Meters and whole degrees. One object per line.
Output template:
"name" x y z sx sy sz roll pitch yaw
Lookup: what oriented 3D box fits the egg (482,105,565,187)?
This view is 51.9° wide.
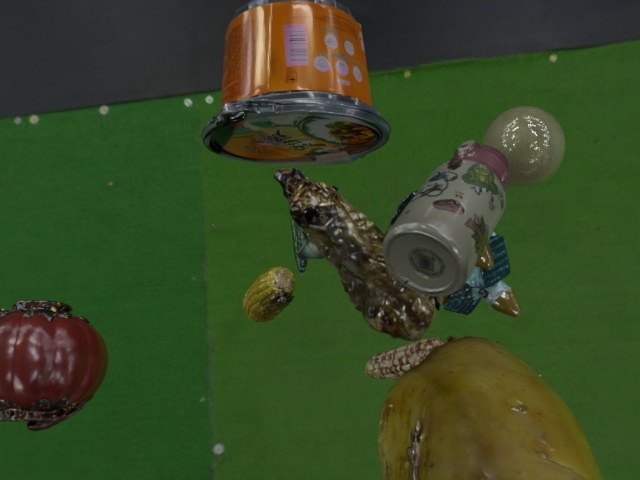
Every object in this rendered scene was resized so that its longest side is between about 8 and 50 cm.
"egg" 0.469 -0.218 1.523 0.186 0.242 0.185 -3 78 16

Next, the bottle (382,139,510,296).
"bottle" 0.187 -0.044 0.905 0.120 0.120 0.253 29 48 11

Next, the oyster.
"oyster" 0.045 0.024 1.012 0.345 0.078 0.129 49 128 -4

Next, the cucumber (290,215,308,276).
"cucumber" -0.046 0.006 1.513 0.037 0.037 0.154 -8 83 7

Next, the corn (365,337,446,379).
"corn" 0.179 0.260 1.416 0.237 0.080 0.079 -25 75 49

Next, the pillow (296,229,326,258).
"pillow" 0.001 0.002 1.394 0.091 0.135 0.055 -25 66 -23

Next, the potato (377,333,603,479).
"potato" 0.112 0.162 0.453 0.140 0.300 0.172 -9 103 5

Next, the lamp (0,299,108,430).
"lamp" -0.468 0.206 1.082 0.227 0.227 0.226 -1 82 8

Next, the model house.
"model house" 0.278 0.057 1.323 0.291 0.184 0.253 40 129 22

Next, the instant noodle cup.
"instant noodle cup" -0.026 -0.152 0.627 0.178 0.208 0.125 -5 82 11

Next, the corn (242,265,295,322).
"corn" -0.086 0.091 1.102 0.072 0.203 0.071 5 71 -15
